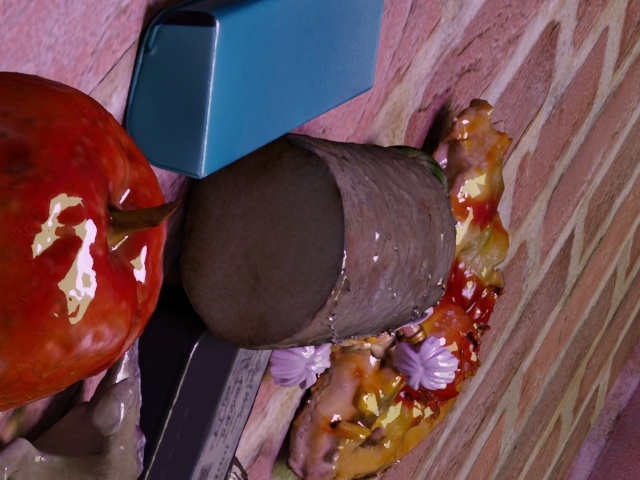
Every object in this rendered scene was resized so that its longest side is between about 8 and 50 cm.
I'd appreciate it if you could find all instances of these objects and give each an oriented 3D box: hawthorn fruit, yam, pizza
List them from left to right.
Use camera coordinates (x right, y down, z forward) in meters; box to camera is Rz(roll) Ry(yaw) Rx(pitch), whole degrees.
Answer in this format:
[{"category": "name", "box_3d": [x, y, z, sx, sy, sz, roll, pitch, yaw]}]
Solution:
[{"category": "hawthorn fruit", "box_3d": [-0.154, 0.000, 1.000, 0.179, 0.200, 0.179, -6, 90, -67]}, {"category": "yam", "box_3d": [0.000, 0.000, 1.522, 0.304, 0.168, 0.168, 1, 110, -70]}, {"category": "pizza", "box_3d": [0.124, 0.057, 2.025, 0.440, 0.130, 0.406, -34, 144, -61]}]

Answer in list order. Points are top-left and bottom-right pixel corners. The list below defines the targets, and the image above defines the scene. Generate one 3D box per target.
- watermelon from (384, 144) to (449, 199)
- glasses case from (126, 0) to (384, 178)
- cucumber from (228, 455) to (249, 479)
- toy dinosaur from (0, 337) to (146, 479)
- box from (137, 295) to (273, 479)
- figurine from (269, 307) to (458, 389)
[{"category": "watermelon", "box_3d": [0.074, -0.036, 1.810, 0.109, 0.109, 0.109, -56, 159, -35]}, {"category": "glasses case", "box_3d": [-0.039, -0.140, 1.415, 0.301, 0.070, 0.117, -31, 133, -60]}, {"category": "cucumber", "box_3d": [-0.079, 0.267, 1.766, 0.067, 0.067, 0.245, -60, 159, -24]}, {"category": "toy dinosaur", "box_3d": [-0.182, 0.177, 1.352, 0.294, 0.077, 0.162, -57, 170, 14]}, {"category": "box", "box_3d": [-0.137, 0.213, 1.550, 0.350, 0.058, 0.211, -70, 164, 6]}, {"category": "figurine", "box_3d": [0.040, 0.064, 1.777, 0.240, 0.175, 0.115, 104, -16, -59]}]
